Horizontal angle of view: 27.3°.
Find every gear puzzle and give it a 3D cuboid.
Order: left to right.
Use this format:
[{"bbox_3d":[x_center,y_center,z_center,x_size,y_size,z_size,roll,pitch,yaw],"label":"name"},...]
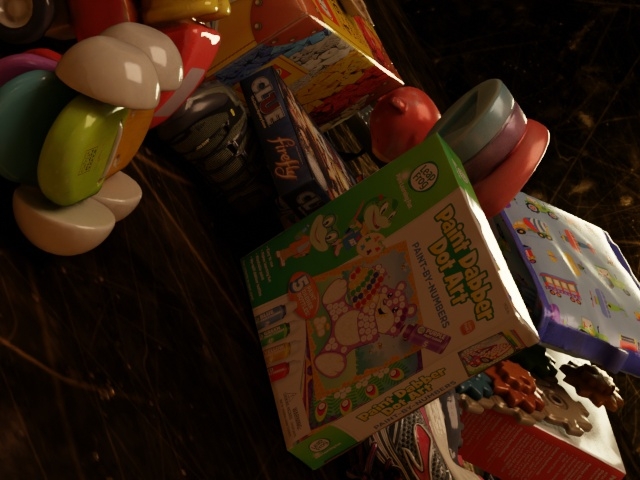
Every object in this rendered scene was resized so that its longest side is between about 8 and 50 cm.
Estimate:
[{"bbox_3d":[0.237,0.146,1.511,0.339,0.044,0.175,17,26,-35],"label":"gear puzzle"}]

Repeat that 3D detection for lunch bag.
[{"bbox_3d":[0.302,0.070,1.603,0.221,0.138,0.293,21,18,-27],"label":"lunch bag"}]

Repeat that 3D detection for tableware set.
[{"bbox_3d":[0.009,-0.327,1.541,0.169,0.020,0.141,48,18,-38],"label":"tableware set"}]

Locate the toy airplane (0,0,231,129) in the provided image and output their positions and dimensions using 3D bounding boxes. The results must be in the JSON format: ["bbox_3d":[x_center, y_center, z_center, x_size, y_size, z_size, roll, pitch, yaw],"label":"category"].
[{"bbox_3d":[-0.111,-0.327,1.110,0.384,0.272,0.386,86,19,-49],"label":"toy airplane"}]

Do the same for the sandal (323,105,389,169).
[{"bbox_3d":[-0.035,-0.223,1.845,0.446,0.107,0.167,48,14,9],"label":"sandal"}]

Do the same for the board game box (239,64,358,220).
[{"bbox_3d":[0.001,-0.060,1.440,0.243,0.042,0.165,49,17,-54],"label":"board game box"}]

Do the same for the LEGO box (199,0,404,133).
[{"bbox_3d":[-0.140,-0.380,1.581,0.500,0.193,0.372,62,15,14],"label":"LEGO box"}]

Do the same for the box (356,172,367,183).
[{"bbox_3d":[0.113,0.033,1.887,0.233,0.044,0.159,51,17,-28],"label":"box"}]

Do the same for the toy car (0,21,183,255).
[{"bbox_3d":[-0.191,-0.089,0.979,0.136,0.159,0.182,23,18,0],"label":"toy car"}]

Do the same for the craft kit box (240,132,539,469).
[{"bbox_3d":[0.055,0.054,1.251,0.061,0.246,0.250,46,18,-44],"label":"craft kit box"}]

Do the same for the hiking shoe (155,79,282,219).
[{"bbox_3d":[-0.092,-0.088,1.367,0.114,0.086,0.227,60,13,19],"label":"hiking shoe"}]

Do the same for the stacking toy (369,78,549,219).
[{"bbox_3d":[0.109,-0.078,1.596,0.130,0.279,0.309,42,-13,-15],"label":"stacking toy"}]

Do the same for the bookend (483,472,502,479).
[{"bbox_3d":[0.314,0.298,1.800,0.072,0.157,0.156,59,14,2],"label":"bookend"}]

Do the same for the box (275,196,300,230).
[{"bbox_3d":[0.000,0.000,1.560,0.169,0.054,0.059,63,15,17],"label":"box"}]

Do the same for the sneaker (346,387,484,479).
[{"bbox_3d":[0.084,0.238,1.287,0.112,0.121,0.299,13,40,-29],"label":"sneaker"}]

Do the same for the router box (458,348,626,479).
[{"bbox_3d":[0.199,0.156,1.614,0.301,0.082,0.335,28,22,-11],"label":"router box"}]
